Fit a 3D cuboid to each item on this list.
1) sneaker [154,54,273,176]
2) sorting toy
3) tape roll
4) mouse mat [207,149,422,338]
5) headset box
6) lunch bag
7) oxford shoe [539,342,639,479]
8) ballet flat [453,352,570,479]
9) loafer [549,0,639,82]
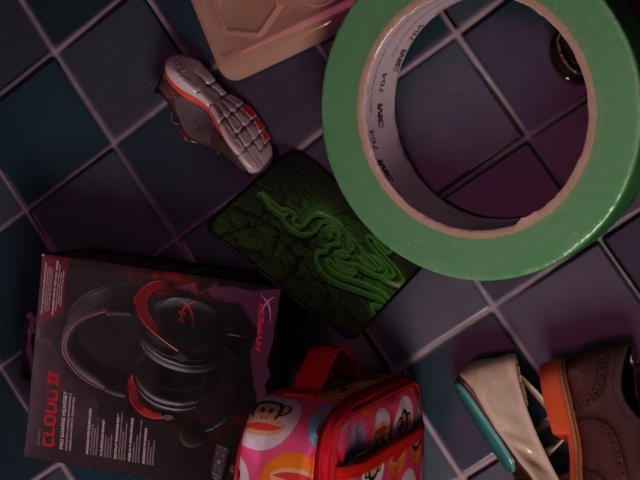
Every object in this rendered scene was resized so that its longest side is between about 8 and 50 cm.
[{"bbox_3d":[-0.113,-0.122,1.474,0.158,0.061,0.065,50,130,9],"label":"sneaker"},{"bbox_3d":[-0.051,-0.295,1.454,0.193,0.038,0.208,-23,90,15],"label":"sorting toy"},{"bbox_3d":[0.158,-0.124,1.343,0.321,0.077,0.321,4,100,27],"label":"tape roll"},{"bbox_3d":[0.000,0.000,1.407,0.189,0.152,0.007,38,143,10],"label":"mouse mat"},{"bbox_3d":[-0.173,0.129,1.462,0.293,0.110,0.218,8,95,15],"label":"headset box"},{"bbox_3d":[0.013,0.226,1.323,0.120,0.293,0.258,3,93,20],"label":"lunch bag"},{"bbox_3d":[0.286,0.221,1.301,0.098,0.097,0.271,-25,65,21],"label":"oxford shoe"},{"bbox_3d":[0.218,0.223,1.379,0.086,0.086,0.248,-28,83,15],"label":"ballet flat"},{"bbox_3d":[0.314,-0.223,1.330,0.220,0.078,0.080,-29,84,14],"label":"loafer"}]
